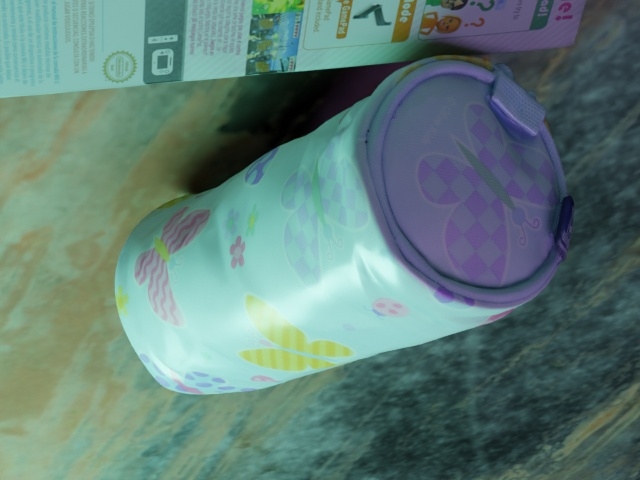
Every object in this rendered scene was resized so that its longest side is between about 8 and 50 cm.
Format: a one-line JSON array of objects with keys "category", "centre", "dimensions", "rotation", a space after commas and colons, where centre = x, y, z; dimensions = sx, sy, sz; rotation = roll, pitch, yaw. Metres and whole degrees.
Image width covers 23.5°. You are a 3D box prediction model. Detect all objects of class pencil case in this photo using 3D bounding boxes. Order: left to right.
[{"category": "pencil case", "centre": [0.000, 0.000, 0.763], "dimensions": [0.113, 0.124, 0.273], "rotation": [25, 153, -25]}]

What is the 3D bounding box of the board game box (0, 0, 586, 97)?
[{"category": "board game box", "centre": [-0.026, -0.173, 0.607], "dimensions": [0.304, 0.097, 0.224], "rotation": [-5, 144, -13]}]
